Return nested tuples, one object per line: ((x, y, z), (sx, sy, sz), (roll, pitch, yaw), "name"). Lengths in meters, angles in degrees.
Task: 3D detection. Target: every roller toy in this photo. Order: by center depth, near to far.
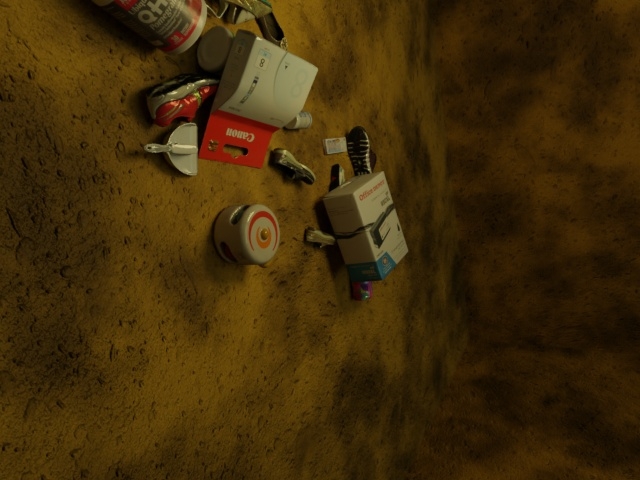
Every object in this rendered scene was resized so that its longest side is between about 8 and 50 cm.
((-0.225, -0.016, 1.477), (0.191, 0.146, 0.209), (2, 88, -58), "roller toy")

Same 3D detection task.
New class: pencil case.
((0.192, 0.163, 2.189), (0.104, 0.104, 0.236), (-22, 109, -56), "pencil case")

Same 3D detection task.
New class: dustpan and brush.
((-0.400, -0.249, 1.274), (0.211, 0.060, 0.147), (-12, 108, -53), "dustpan and brush")

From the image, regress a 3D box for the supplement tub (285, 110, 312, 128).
((-0.087, -0.459, 1.779), (0.107, 0.071, 0.071), (-23, 109, -57), "supplement tub")

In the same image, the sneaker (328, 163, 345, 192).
((0.082, -0.253, 2.058), (0.075, 0.057, 0.161), (22, 68, -50), "sneaker")

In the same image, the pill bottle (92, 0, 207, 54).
((-0.442, -0.605, 1.115), (0.318, 0.176, 0.176), (24, 69, -55), "pill bottle")

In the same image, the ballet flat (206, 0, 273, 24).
((-0.285, -0.737, 1.448), (0.348, 0.123, 0.123), (-7, 95, -59), "ballet flat")

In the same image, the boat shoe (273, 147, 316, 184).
((-0.103, -0.260, 1.749), (0.223, 0.080, 0.073), (36, 64, -46), "boat shoe")

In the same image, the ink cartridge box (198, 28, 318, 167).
((-0.188, -0.405, 1.450), (0.308, 0.091, 0.385), (-3, 119, -58), "ink cartridge box")

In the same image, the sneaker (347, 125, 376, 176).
((0.205, -0.433, 2.237), (0.162, 0.106, 0.281), (-58, 146, -48), "sneaker")

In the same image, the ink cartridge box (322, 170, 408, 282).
((0.200, -0.061, 1.999), (0.285, 0.166, 0.395), (-39, 115, -48), "ink cartridge box")

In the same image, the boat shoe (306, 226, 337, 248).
((0.000, 0.000, 1.928), (0.190, 0.068, 0.072), (21, 85, -47), "boat shoe")

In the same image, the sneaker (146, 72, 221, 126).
((-0.377, -0.395, 1.317), (0.279, 0.107, 0.118), (-43, 143, -46), "sneaker")

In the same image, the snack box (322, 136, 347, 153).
((0.065, -0.419, 2.068), (0.178, 0.022, 0.064), (-23, 110, -56), "snack box")

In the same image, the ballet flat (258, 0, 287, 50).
((-0.178, -0.772, 1.652), (0.250, 0.058, 0.084), (56, 45, -41), "ballet flat")

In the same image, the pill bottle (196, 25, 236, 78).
((-0.250, -0.546, 1.458), (0.245, 0.136, 0.136), (12, 79, -58), "pill bottle")
